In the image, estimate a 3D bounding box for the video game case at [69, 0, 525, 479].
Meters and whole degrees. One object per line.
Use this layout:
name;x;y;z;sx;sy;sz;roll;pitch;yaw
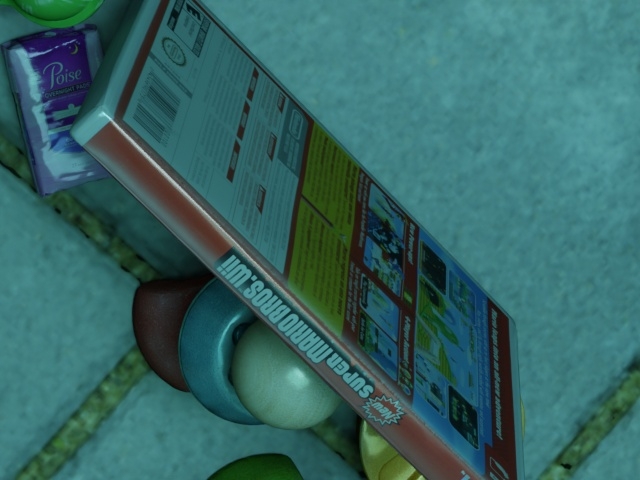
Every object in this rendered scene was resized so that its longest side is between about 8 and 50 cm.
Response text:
video game case;0.000;0.000;0.970;0.025;0.204;0.285;-40;107;20

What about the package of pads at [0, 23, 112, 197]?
package of pads;-0.132;-0.068;1.010;0.050;0.032;0.083;-16;106;-17

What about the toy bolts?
toy bolts;0.017;0.105;1.027;0.218;0.158;0.228;-27;109;-11

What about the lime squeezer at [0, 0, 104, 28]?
lime squeezer;-0.149;-0.129;0.910;0.310;0.110;0.059;-8;86;-20
